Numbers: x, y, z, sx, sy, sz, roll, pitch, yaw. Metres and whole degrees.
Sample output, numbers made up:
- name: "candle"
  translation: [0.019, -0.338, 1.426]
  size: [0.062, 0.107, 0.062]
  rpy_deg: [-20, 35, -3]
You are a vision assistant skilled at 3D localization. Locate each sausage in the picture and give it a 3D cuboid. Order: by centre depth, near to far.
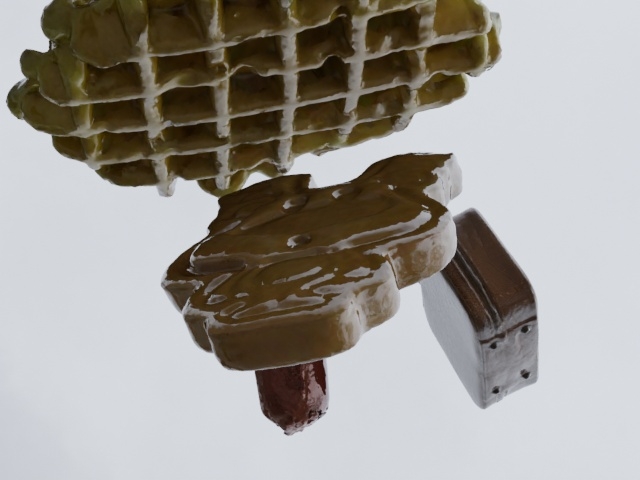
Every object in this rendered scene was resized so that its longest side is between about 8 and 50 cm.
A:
- name: "sausage"
  translation: [-0.029, 0.113, 1.167]
  size: [0.076, 0.076, 0.141]
  rpy_deg: [-19, -108, 41]

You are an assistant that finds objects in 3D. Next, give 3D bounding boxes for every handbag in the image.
- name: "handbag"
  translation: [0.151, 0.063, 1.202]
  size: [0.151, 0.072, 0.193]
  rpy_deg: [61, -7, 33]

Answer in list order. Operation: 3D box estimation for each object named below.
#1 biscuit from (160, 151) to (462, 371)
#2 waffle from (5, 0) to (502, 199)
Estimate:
- name: "biscuit"
  translation: [-0.003, 0.001, 0.612]
  size: [0.144, 0.236, 0.040]
  rpy_deg: [-15, -75, 13]
- name: "waffle"
  translation: [-0.041, -0.108, 0.799]
  size: [0.329, 0.329, 0.062]
  rpy_deg: [-33, -118, 39]
